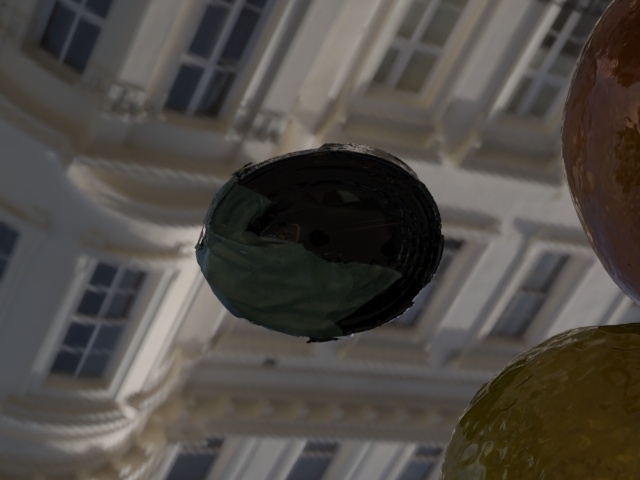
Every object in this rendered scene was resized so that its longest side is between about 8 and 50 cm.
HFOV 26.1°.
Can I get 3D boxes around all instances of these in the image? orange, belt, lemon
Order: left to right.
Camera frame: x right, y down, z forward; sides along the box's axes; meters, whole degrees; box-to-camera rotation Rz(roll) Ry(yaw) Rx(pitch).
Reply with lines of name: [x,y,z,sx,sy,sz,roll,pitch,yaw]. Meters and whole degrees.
belt: [0.000,0.000,0.765,0.140,0.105,0.058,-5,-173,-4]
lemon: [0.134,0.123,0.570,0.180,0.181,0.193,18,177,-18]
orange: [0.272,-0.061,0.802,0.261,0.261,0.261,21,-151,-13]
